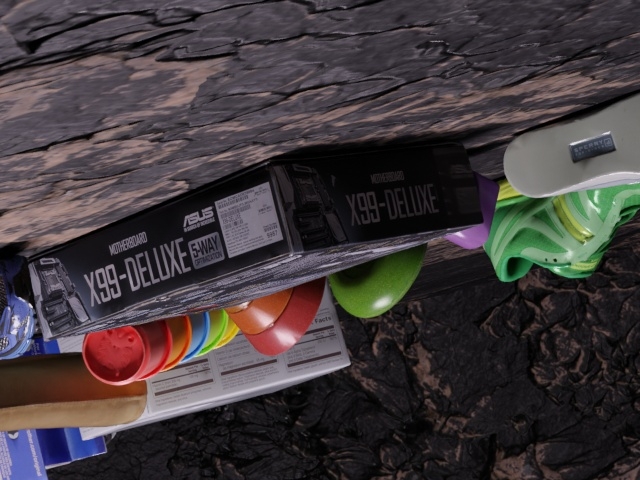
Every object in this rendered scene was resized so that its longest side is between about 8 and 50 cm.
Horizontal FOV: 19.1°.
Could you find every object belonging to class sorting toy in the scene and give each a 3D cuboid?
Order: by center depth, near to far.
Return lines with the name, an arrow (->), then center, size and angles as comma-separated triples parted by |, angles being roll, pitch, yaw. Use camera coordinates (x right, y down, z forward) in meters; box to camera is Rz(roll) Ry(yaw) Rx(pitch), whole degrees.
sorting toy -> 0.000, 0.000, 1.774 | 0.126, 0.127, 0.365 | 25, 148, -32

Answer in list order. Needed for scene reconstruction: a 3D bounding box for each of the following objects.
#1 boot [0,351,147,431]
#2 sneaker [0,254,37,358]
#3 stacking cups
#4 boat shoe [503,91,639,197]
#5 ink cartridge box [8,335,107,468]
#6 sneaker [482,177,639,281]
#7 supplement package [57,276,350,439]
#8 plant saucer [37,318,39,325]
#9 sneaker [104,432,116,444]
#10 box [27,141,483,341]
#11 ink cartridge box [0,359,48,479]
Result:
boot -> -0.338, 0.143, 1.783 | 0.236, 0.089, 0.269 | 16, -167, 40
sneaker -> -0.308, 0.067, 1.565 | 0.087, 0.083, 0.221 | -3, 165, -43
stacking cups -> -0.155, 0.090, 1.831 | 0.096, 0.096, 0.316 | -16, -175, 14
boat shoe -> 0.269, -0.088, 1.624 | 0.227, 0.079, 0.081 | -11, -176, 31
ink cartridge box -> -0.440, 0.222, 2.308 | 0.332, 0.165, 0.065 | -16, 173, 1
sneaker -> 0.275, -0.029, 1.925 | 0.109, 0.123, 0.295 | -10, 172, -38
supplement package -> -0.139, 0.118, 2.174 | 0.262, 0.145, 0.204 | -11, 173, -31
plant saucer -> -0.274, 0.055, 1.738 | 0.195, 0.037, 0.195 | -16, 174, -2
sneaker -> -0.278, 0.190, 2.448 | 0.262, 0.099, 0.121 | -39, -172, -12
box -> -0.056, 0.002, 1.586 | 0.307, 0.076, 0.242 | -20, 173, 42
ink cartridge box -> -0.477, 0.231, 2.177 | 0.311, 0.186, 0.065 | -16, 172, 2
